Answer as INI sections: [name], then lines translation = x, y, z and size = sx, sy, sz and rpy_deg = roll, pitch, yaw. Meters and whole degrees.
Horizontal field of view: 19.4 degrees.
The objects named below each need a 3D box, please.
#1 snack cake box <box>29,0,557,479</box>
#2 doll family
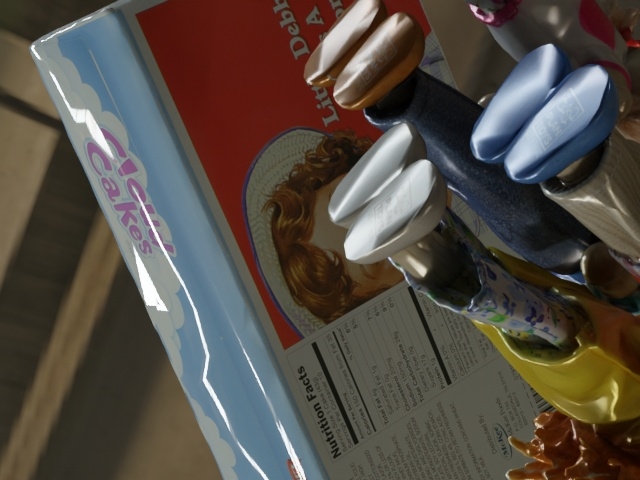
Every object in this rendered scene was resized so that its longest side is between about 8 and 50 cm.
[snack cake box]
translation = 0.000, 0.000, 0.832
size = 0.089, 0.152, 0.264
rpy_deg = -11, -75, 57
[doll family]
translation = 0.074, -0.002, 0.570
size = 0.118, 0.163, 0.263
rpy_deg = -46, -154, 16
